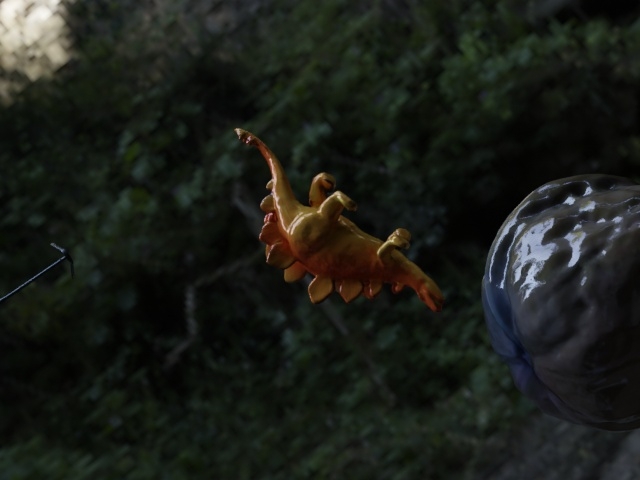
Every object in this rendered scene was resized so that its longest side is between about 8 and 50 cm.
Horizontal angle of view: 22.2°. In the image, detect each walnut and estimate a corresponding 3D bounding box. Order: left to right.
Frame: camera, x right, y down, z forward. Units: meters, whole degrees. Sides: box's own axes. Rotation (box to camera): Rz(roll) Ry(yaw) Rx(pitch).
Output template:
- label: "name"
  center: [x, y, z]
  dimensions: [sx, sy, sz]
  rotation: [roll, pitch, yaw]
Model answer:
- label: "walnut"
  center: [0.275, 0.055, 1.539]
  dimensions: [0.248, 0.248, 0.248]
  rotation: [-37, -13, -10]

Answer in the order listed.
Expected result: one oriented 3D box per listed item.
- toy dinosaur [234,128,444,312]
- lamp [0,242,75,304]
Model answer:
- label: "toy dinosaur"
  center: [0.000, 0.000, 1.641]
  dimensions: [0.117, 0.288, 0.070]
  rotation: [-58, -16, 11]
- label: "lamp"
  center: [-0.297, 0.049, 1.590]
  dimensions: [0.121, 0.041, 0.054]
  rotation: [-34, 2, -12]
